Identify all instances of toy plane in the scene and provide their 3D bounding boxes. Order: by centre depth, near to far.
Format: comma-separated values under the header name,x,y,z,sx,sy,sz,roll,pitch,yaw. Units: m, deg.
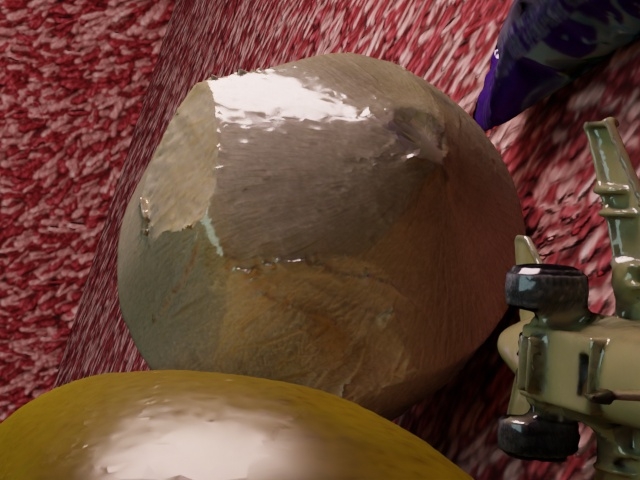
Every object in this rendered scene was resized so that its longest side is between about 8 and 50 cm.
name,x,y,z,sx,sy,sz,roll,pitch,yaw
toy plane,0.142,0.061,0.701,0.256,0.104,0.241,-166,81,-81

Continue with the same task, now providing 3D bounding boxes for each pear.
name,x,y,z,sx,sy,sz,roll,pitch,yaw
pear,-0.047,0.177,0.647,0.386,0.340,0.191,40,147,44

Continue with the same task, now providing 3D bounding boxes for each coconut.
name,x,y,z,sx,sy,sz,roll,pitch,yaw
coconut,0.000,0.000,0.951,0.247,0.245,0.245,126,158,-49

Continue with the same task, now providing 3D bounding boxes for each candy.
name,x,y,z,sx,sy,sz,roll,pitch,yaw
candy,0.168,-0.165,0.924,0.145,0.070,0.275,-69,10,-20
